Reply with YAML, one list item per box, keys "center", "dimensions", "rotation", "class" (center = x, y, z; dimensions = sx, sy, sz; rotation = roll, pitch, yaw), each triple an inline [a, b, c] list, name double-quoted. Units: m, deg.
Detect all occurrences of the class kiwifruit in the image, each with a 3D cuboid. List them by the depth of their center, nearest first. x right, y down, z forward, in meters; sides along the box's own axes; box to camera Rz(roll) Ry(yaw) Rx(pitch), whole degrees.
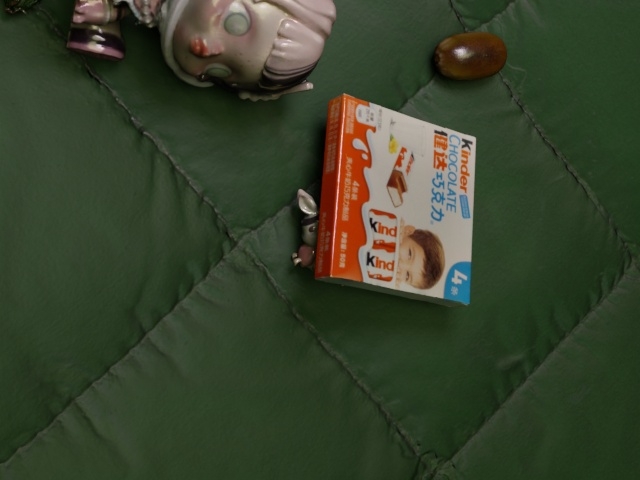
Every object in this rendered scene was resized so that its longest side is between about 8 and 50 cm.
- center: [0.238, -0.290, 1.521]
  dimensions: [0.124, 0.075, 0.075]
  rotation: [-7, 93, -24]
  class: "kiwifruit"

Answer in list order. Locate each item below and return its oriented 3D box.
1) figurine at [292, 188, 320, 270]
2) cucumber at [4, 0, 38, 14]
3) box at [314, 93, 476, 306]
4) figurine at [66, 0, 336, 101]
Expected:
- center: [0.002, 0.003, 1.428]
  dimensions: [0.146, 0.081, 0.098]
  rotation: [36, 79, -18]
  class: "figurine"
- center: [-0.361, -0.424, 1.266]
  dimensions: [0.077, 0.077, 0.265]
  rotation: [9, 108, -21]
  class: "cucumber"
- center: [0.119, -0.053, 1.439]
  dimensions: [0.265, 0.048, 0.273]
  rotation: [12, 75, -33]
  class: "box"
- center: [-0.151, -0.332, 1.287]
  dimensions: [0.361, 0.253, 0.211]
  rotation: [16, 68, -13]
  class: "figurine"
